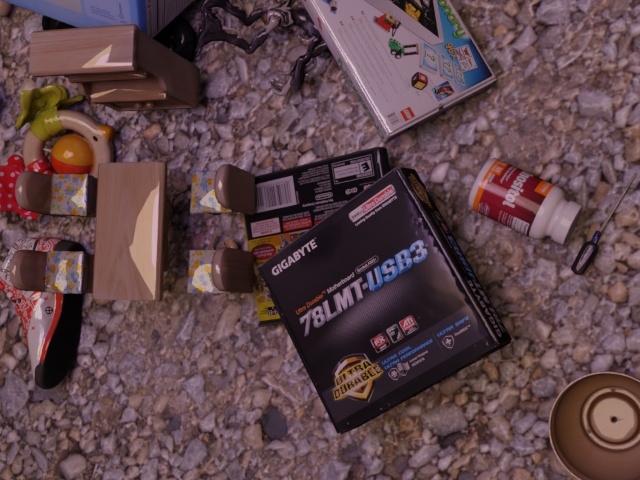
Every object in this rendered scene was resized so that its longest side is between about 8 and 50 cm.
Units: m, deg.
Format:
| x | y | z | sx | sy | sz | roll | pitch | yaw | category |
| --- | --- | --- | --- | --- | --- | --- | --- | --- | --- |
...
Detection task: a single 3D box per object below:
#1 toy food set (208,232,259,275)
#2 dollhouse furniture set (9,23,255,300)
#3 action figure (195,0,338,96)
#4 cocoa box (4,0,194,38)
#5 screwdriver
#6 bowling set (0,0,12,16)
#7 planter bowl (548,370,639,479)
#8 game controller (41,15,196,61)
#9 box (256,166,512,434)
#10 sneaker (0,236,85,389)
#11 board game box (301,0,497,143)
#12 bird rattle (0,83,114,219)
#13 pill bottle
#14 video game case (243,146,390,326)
| x | y | z | sx | sy | sz | roll | pitch | yaw | category |
| --- | --- | --- | --- | --- | --- | --- | --- | --- | --- |
| -0.144 | 0.041 | 1.552 | 0.122 | 0.019 | 0.078 | 39 | 122 | 33 | toy food set |
| -0.313 | -0.105 | 1.440 | 0.362 | 0.256 | 0.394 | 0 | 85 | 17 | dollhouse furniture set |
| -0.058 | -0.331 | 1.475 | 0.275 | 0.141 | 0.164 | 7 | 60 | -15 | action figure |
| -0.382 | -0.503 | 1.490 | 0.347 | 0.228 | 0.231 | 21 | 138 | 14 | cocoa box |
| 0.415 | -0.026 | 1.353 | 0.025 | 0.024 | 0.170 | 29 | 94 | 48 | screwdriver |
| -0.703 | -0.537 | 1.701 | 0.287 | 0.200 | 0.154 | 21 | 96 | 16 | bowling set |
| 0.411 | 0.260 | 1.301 | 0.162 | 0.109 | 0.162 | 0 | 89 | 21 | planter bowl |
| -0.365 | -0.372 | 1.644 | 0.319 | 0.067 | 0.166 | 35 | 116 | 18 | game controller |
| 0.084 | 0.091 | 1.366 | 0.295 | 0.073 | 0.293 | -34 | 75 | 26 | box |
| -0.517 | 0.126 | 1.676 | 0.145 | 0.090 | 0.270 | 8 | 89 | 22 | sneaker |
| 0.107 | -0.324 | 1.399 | 0.193 | 0.053 | 0.305 | -28 | 84 | -9 | board game box |
| -0.475 | -0.149 | 1.647 | 0.207 | 0.143 | 0.254 | 17 | 99 | 4 | bird rattle |
| 0.302 | -0.055 | 1.358 | 0.152 | 0.086 | 0.086 | 27 | 99 | 19 | pill bottle |
| 0.000 | 0.000 | 1.477 | 0.274 | 0.035 | 0.248 | -11 | 85 | 32 | video game case |
